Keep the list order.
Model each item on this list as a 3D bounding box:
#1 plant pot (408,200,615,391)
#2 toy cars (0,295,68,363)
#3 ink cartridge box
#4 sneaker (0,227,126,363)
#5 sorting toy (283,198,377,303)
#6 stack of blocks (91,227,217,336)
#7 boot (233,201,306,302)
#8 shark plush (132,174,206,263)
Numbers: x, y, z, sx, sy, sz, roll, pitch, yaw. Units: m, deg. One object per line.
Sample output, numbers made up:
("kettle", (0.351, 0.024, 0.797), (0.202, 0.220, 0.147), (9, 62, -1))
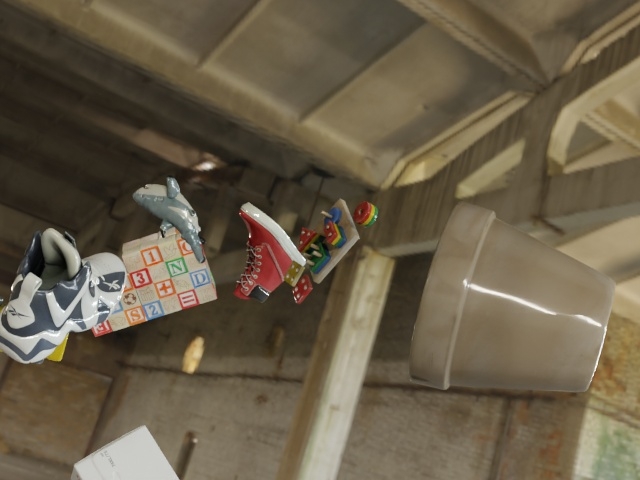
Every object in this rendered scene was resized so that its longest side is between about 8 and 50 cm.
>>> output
("plant pot", (0.326, 0.121, 1.369), (0.280, 0.323, 0.323), (15, -17, 17))
("toy cars", (-0.627, 0.201, 1.403), (0.087, 0.393, 0.176), (5, -59, 59))
("ink cartridge box", (-0.490, 0.628, 2.041), (0.198, 0.197, 0.270), (53, -34, 15))
("sneaker", (-0.317, 0.039, 1.061), (0.094, 0.235, 0.153), (34, -58, 13))
("sorting toy", (0.000, 0.000, 1.644), (0.046, 0.132, 0.274), (27, -64, -30))
("stack of blocks", (-0.409, 0.090, 1.903), (0.297, 0.171, 0.087), (-18, 23, -3))
("boot", (-0.151, 0.039, 1.860), (0.088, 0.176, 0.244), (39, -11, 44))
("shark plush", (-0.234, -0.027, 1.326), (0.161, 0.067, 0.073), (57, -16, 4))
